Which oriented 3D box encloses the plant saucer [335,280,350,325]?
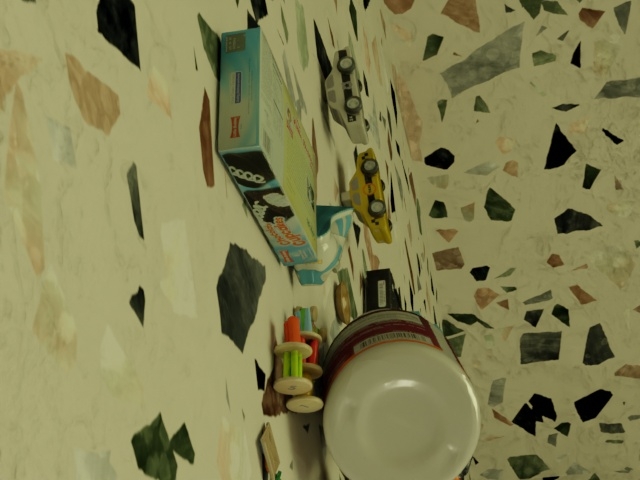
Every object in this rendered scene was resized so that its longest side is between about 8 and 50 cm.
[{"bbox_3d":[0.040,0.115,2.084,0.083,0.015,0.083,-7,90,-79],"label":"plant saucer"}]

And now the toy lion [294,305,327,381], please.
[{"bbox_3d":[-0.018,0.161,1.718,0.100,0.034,0.096,69,25,-51],"label":"toy lion"}]

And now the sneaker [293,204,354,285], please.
[{"bbox_3d":[0.000,0.000,1.799,0.229,0.087,0.092,-49,138,-67],"label":"sneaker"}]

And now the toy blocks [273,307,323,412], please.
[{"bbox_3d":[-0.030,0.149,1.582,0.123,0.054,0.148,66,19,-58],"label":"toy blocks"}]

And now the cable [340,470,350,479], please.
[{"bbox_3d":[0.066,0.428,1.827,0.287,0.072,0.139,48,37,-64],"label":"cable"}]

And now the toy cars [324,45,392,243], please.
[{"bbox_3d":[0.064,-0.180,2.250,0.176,0.087,0.394,-79,156,-73],"label":"toy cars"}]

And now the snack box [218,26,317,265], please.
[{"bbox_3d":[-0.066,-0.119,1.562,0.322,0.060,0.187,64,21,-59],"label":"snack box"}]

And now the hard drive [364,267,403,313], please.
[{"bbox_3d":[0.155,0.249,2.477,0.339,0.064,0.237,68,18,-52],"label":"hard drive"}]

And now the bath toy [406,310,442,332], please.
[{"bbox_3d":[0.271,0.292,2.892,0.348,0.129,0.151,61,24,-65],"label":"bath toy"}]

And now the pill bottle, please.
[{"bbox_3d":[0.112,0.230,1.757,0.392,0.224,0.224,-89,170,-84],"label":"pill bottle"}]

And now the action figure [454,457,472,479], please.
[{"bbox_3d":[0.294,0.542,2.662,0.341,0.178,0.330,82,17,-71],"label":"action figure"}]

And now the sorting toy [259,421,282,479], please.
[{"bbox_3d":[-0.062,0.278,1.435,0.062,0.012,0.083,-75,152,-76],"label":"sorting toy"}]
